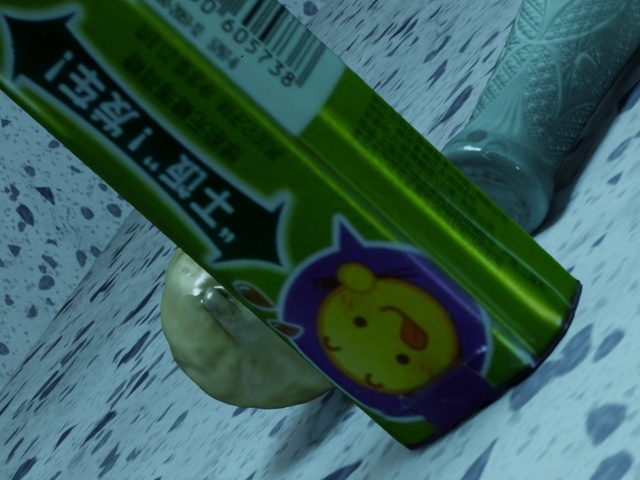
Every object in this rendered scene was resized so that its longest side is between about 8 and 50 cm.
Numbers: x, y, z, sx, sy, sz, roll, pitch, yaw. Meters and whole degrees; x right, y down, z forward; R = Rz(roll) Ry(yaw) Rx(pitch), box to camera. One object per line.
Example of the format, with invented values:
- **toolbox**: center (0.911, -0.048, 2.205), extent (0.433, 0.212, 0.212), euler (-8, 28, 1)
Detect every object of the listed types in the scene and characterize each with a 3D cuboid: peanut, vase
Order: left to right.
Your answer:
- **peanut**: center (0.007, 0.001, 1.176), extent (0.159, 0.143, 0.291), euler (-4, 24, 24)
- **vase**: center (0.143, -0.099, 1.108), extent (0.096, 0.096, 0.219), euler (-35, 19, 52)

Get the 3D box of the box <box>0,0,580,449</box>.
- **box**: center (-0.034, -0.048, 0.903), extent (0.134, 0.345, 0.097), euler (-41, 13, 36)
